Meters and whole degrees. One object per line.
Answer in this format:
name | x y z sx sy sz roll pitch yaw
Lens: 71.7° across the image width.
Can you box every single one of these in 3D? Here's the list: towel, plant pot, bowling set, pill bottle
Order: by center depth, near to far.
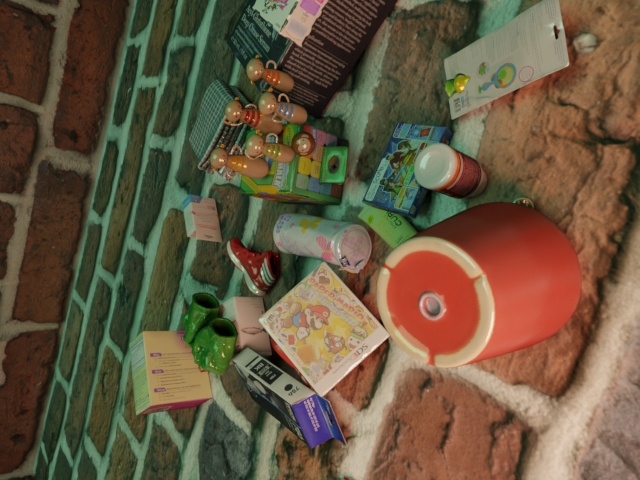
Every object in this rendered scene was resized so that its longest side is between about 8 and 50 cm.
plant pot | 0.239 0.077 0.721 0.275 0.243 0.274 9 103 43
pill bottle | 0.254 -0.126 0.843 0.086 0.152 0.086 -10 77 45
bowling set | -0.114 -0.262 0.990 0.200 0.154 0.286 24 101 45
towel | -0.354 -0.387 1.542 0.283 0.121 0.235 -57 48 23

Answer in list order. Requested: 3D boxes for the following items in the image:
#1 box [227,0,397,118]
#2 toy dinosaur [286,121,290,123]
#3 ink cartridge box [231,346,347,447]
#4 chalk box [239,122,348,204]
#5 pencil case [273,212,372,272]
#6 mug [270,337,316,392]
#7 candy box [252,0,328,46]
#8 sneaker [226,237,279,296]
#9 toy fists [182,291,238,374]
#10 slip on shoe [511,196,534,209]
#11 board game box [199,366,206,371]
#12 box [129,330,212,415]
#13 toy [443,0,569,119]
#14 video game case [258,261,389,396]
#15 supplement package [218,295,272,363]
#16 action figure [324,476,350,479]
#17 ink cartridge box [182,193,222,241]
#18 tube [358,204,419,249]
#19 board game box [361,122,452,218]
box | -0.033 -0.589 1.179 0.395 0.212 0.293 -52 50 26
toy dinosaur | -0.095 -0.350 1.327 0.090 0.047 0.082 -32 42 50
ink cartridge box | -0.088 0.401 1.111 0.333 0.065 0.165 14 131 46
chalk box | -0.051 -0.193 1.151 0.289 0.179 0.180 5 87 47
pencil case | 0.000 0.000 1.115 0.273 0.124 0.113 15 55 45
mug | -0.044 0.284 1.092 0.169 0.150 0.113 52 140 33
candy box | -0.051 -0.567 0.990 0.196 0.070 0.165 -54 50 24
sneaker | -0.192 0.048 1.341 0.128 0.087 0.221 -46 65 20
toy fists | -0.325 0.269 1.262 0.279 0.096 0.142 35 117 49
slip on shoe | 0.357 -0.012 0.801 0.052 0.041 0.135 2 102 18
board game box | -0.339 0.332 1.454 0.193 0.045 0.146 -36 59 36
box | -0.503 0.436 1.484 0.117 0.214 0.242 -37 58 35
toy | 0.353 -0.336 0.849 0.237 0.056 0.136 -15 76 49
video game case | 0.006 0.198 1.008 0.206 0.026 0.227 -42 76 -3
supplement package | -0.226 0.265 1.305 0.105 0.105 0.179 -32 61 39
action figure | 0.057 0.567 1.017 0.115 0.030 0.038 -21 74 37
ink cartridge box | -0.417 -0.065 1.561 0.062 0.104 0.181 -36 59 37
tube | 0.166 -0.023 0.988 0.240 0.070 0.062 56 167 43
board game box | 0.187 -0.158 0.974 0.136 0.035 0.201 23 87 45
